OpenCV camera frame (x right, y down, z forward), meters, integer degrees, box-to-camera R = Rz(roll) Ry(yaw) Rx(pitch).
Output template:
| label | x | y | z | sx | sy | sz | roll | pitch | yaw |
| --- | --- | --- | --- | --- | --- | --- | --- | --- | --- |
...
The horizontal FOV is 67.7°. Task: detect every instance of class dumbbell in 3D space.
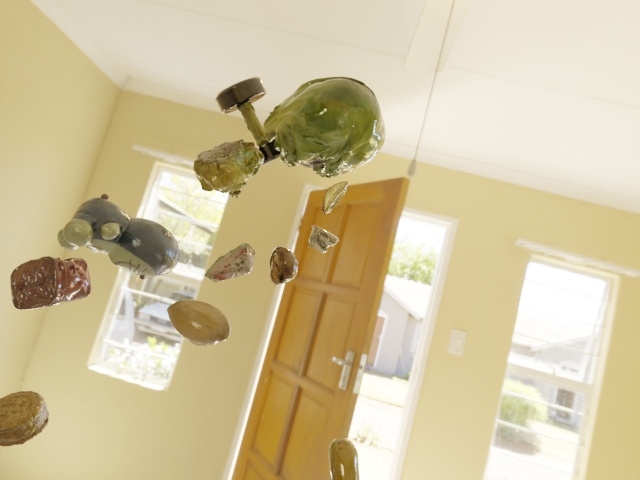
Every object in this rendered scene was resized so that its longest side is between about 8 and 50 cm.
| label | x | y | z | sx | sy | sz | roll | pitch | yaw |
| --- | --- | --- | --- | --- | --- | --- | --- | --- | --- |
| dumbbell | -0.266 | -0.473 | 1.940 | 0.203 | 0.323 | 0.204 | -25 | 12 | 6 |

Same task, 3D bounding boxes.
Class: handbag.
| label | x | y | z | sx | sy | sz | roll | pitch | yaw |
| --- | --- | --- | --- | --- | --- | --- | --- | --- | --- |
| handbag | -0.824 | 0.129 | 1.452 | 0.224 | 0.147 | 0.135 | -13 | -7 | 24 |

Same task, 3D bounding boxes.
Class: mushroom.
| label | x | y | z | sx | sy | sz | roll | pitch | yaw |
| --- | --- | --- | --- | --- | --- | --- | --- | --- | --- |
| mushroom | -0.120 | 0.075 | 1.468 | 0.087 | 0.127 | 0.127 | -9 | 5 | -31 |

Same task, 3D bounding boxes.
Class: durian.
| label | x | y | z | sx | sy | sz | roll | pitch | yaw |
| --- | --- | --- | --- | --- | --- | --- | --- | --- | --- |
| durian | 0.041 | -0.117 | 1.367 | 0.066 | 0.130 | 0.052 | 5 | -38 | 52 |

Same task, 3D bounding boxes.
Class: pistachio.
| label | x | y | z | sx | sy | sz | roll | pitch | yaw |
| --- | --- | --- | --- | --- | --- | --- | --- | --- | --- |
| pistachio | -0.532 | 0.362 | 2.097 | 0.292 | 0.182 | 0.162 | 26 | -7 | 9 |

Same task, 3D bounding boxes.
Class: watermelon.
| label | x | y | z | sx | sy | sz | roll | pitch | yaw |
| --- | --- | --- | --- | --- | --- | --- | --- | --- | --- |
| watermelon | -0.280 | 0.094 | 1.587 | 0.139 | 0.187 | 0.071 | 20 | -39 | 48 |

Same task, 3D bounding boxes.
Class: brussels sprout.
| label | x | y | z | sx | sy | sz | roll | pitch | yaw |
| --- | --- | --- | --- | --- | --- | --- | --- | --- | --- |
| brussels sprout | 0.045 | -0.430 | 1.750 | 0.425 | 0.343 | 0.361 | -1 | -27 | -39 |

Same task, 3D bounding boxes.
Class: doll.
| label | x | y | z | sx | sy | sz | roll | pitch | yaw |
| --- | --- | --- | --- | --- | --- | --- | --- | --- | --- |
| doll | -0.467 | 0.006 | 1.135 | 0.258 | 0.154 | 0.228 | 37 | -28 | -23 |

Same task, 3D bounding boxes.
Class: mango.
| label | x | y | z | sx | sy | sz | roll | pitch | yaw |
| --- | --- | --- | --- | --- | --- | --- | --- | --- | --- |
| mango | 0.088 | 0.860 | 1.756 | 0.114 | 0.251 | 0.156 | -3 | -27 | 2 |

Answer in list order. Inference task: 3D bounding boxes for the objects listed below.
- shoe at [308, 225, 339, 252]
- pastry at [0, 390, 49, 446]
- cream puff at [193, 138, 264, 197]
| label | x | y | z | sx | sy | sz | roll | pitch | yaw |
| --- | --- | --- | --- | --- | --- | --- | --- | --- | --- |
| shoe | 0.000 | 0.000 | 1.932 | 0.089 | 0.092 | 0.180 | 27 | 1 | -27 |
| pastry | -1.004 | 0.585 | 1.579 | 0.188 | 0.103 | 0.189 | 0 | 24 | 0 |
| cream puff | -0.334 | -0.258 | 1.795 | 0.281 | 0.185 | 0.282 | -8 | 30 | 5 |
